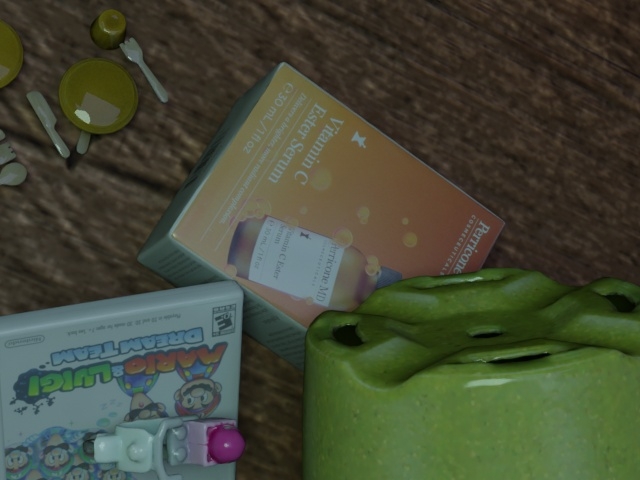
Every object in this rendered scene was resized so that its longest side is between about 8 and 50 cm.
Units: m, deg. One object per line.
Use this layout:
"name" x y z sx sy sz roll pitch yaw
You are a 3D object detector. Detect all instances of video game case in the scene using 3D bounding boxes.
"video game case" -0.121 0.096 0.787 0.157 0.019 0.143 -9 123 -21

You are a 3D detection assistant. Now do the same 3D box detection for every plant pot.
"plant pot" 0.091 0.156 0.725 0.276 0.276 0.253 -12 104 -21

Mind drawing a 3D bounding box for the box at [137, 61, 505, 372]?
"box" 0.000 0.000 0.854 0.170 0.091 0.130 34 71 -11

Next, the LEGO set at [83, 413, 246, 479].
"LEGO set" -0.078 0.238 0.739 0.132 0.107 0.287 -11 96 -36

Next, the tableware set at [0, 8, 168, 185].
"tableware set" -0.177 -0.092 0.844 0.154 0.024 0.104 -31 89 -21
